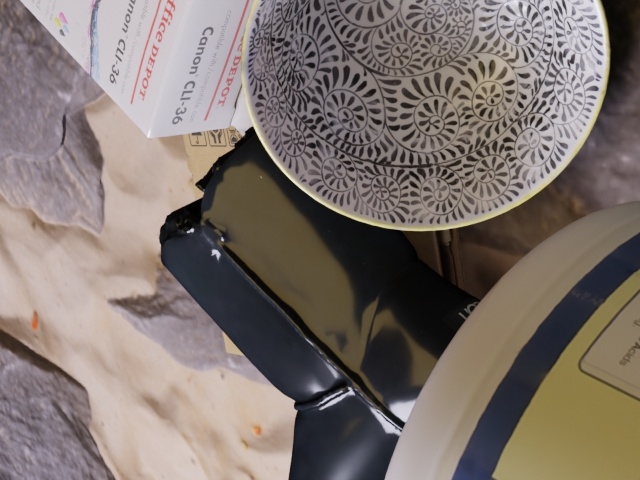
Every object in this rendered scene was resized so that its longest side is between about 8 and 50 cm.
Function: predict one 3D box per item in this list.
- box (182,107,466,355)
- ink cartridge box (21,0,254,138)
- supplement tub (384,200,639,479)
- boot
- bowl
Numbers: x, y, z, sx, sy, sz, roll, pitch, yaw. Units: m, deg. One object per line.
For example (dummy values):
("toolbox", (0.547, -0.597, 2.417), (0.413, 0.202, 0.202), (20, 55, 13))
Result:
("box", (0.000, 0.000, 0.809), (0.201, 0.021, 0.164), (4, 110, 45))
("ink cartridge box", (-0.091, -0.141, 0.792), (0.198, 0.067, 0.115), (45, 129, 31))
("supplement tub", (0.205, 0.141, 0.480), (0.324, 0.235, 0.235), (26, 122, 39))
("boot", (-0.010, 0.071, 0.760), (0.207, 0.094, 0.246), (45, 128, 18))
("bowl", (0.048, -0.097, 0.658), (0.080, 0.170, 0.170), (-91, 11, -59))
